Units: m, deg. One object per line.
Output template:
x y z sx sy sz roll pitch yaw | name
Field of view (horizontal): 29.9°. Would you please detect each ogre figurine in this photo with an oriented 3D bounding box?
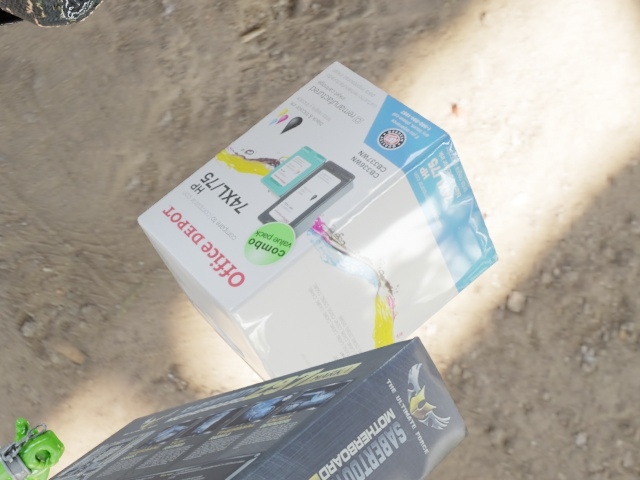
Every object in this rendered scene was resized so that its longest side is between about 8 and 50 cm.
-0.287 0.204 0.962 0.118 0.197 0.097 -34 113 -40 | ogre figurine

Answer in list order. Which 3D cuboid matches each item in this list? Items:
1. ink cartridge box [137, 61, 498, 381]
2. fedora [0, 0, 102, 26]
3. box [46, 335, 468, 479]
0.000 0.000 1.219 0.270 0.198 0.197 -40 135 -11 | ink cartridge box
-0.235 -0.299 0.984 0.334 0.152 0.334 -27 141 -25 | fedora
-0.071 0.130 0.559 0.183 0.232 0.059 -34 99 -46 | box
